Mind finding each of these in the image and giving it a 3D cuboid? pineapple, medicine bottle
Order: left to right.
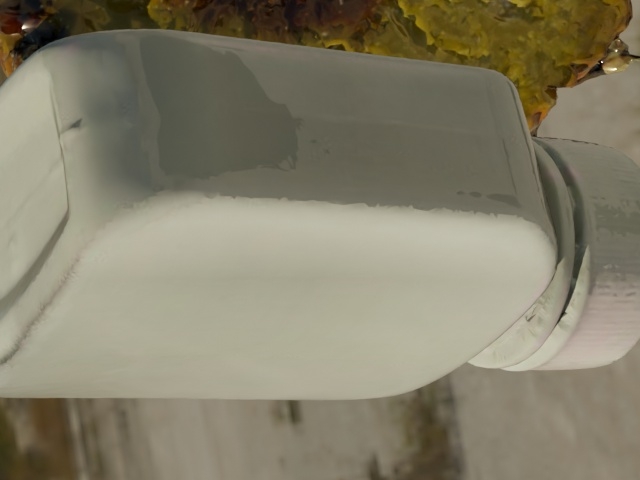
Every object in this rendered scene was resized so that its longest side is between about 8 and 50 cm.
[{"bbox_3d":[-0.031,-0.058,0.920,0.158,0.334,0.161,99,178,-76],"label":"pineapple"},{"bbox_3d":[0.000,0.000,0.520,0.119,0.183,0.069,-45,49,48],"label":"medicine bottle"}]
